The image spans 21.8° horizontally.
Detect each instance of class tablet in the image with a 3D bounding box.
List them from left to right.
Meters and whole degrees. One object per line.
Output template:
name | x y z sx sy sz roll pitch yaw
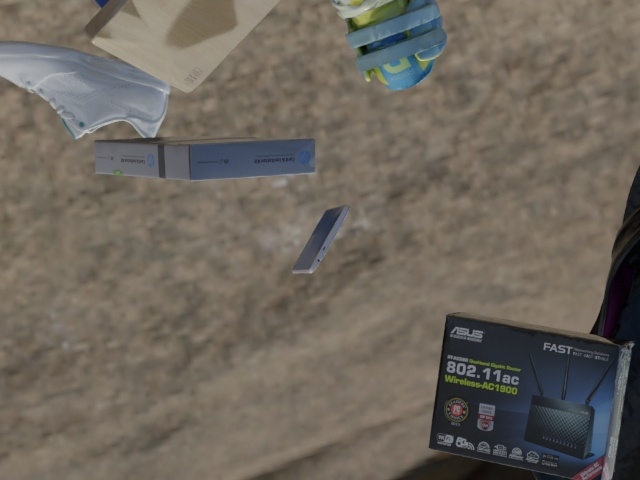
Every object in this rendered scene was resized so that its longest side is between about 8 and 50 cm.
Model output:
tablet | 0.000 0.000 1.175 0.006 0.054 0.083 31 174 -7

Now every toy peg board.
toy peg board | -0.116 -0.225 1.394 0.160 0.079 0.161 -45 154 11

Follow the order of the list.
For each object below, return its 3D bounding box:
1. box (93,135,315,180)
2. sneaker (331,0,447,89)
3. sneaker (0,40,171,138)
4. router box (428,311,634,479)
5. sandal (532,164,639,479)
box | -0.117 -0.083 1.643 0.145 0.038 0.186 -5 -172 -37
sneaker | 0.048 -0.272 1.800 0.127 0.208 0.319 -15 172 30
sneaker | -0.270 -0.159 1.791 0.212 0.094 0.080 12 -178 -6
router box | 0.137 0.102 1.089 0.122 0.092 0.038 9 -175 22
sandal | 0.343 0.075 1.661 0.167 0.445 0.107 23 -173 20
